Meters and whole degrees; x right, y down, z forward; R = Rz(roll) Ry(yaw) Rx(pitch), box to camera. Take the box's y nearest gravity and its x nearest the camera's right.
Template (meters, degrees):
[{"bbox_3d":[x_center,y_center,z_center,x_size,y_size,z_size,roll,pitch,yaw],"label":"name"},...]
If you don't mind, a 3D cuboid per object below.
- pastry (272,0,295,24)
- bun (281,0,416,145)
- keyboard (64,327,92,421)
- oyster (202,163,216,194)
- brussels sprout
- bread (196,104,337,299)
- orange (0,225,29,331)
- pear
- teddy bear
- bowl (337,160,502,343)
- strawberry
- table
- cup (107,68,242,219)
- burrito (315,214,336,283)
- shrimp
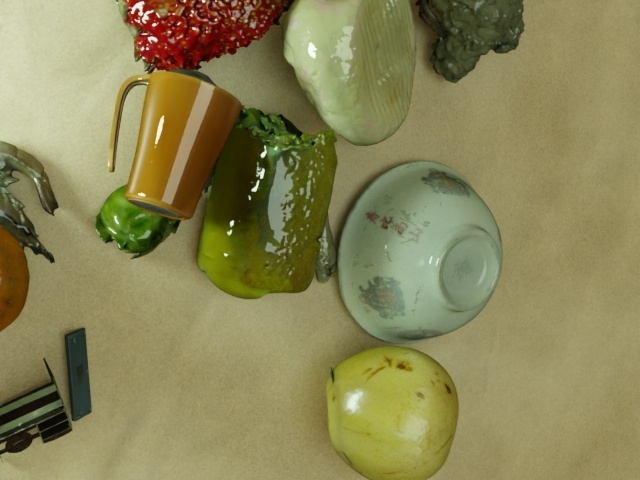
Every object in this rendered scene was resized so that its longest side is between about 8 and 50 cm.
[{"bbox_3d":[-0.147,-0.456,1.819,0.208,0.097,0.115,-37,118,-15],"label":"pastry"},{"bbox_3d":[0.055,-0.372,1.855,0.361,0.213,0.361,-20,114,-55],"label":"bun"},{"bbox_3d":[-0.474,0.263,1.817,0.055,0.014,0.176,-23,114,-61],"label":"keyboard"},{"bbox_3d":[-0.247,-0.153,1.842,0.122,0.045,0.146,-56,148,-52],"label":"oyster"},{"bbox_3d":[-0.346,-0.048,1.799,0.181,0.100,0.139,-34,97,-11],"label":"brussels sprout"},{"bbox_3d":[-0.099,-0.064,1.866,0.251,0.208,0.377,11,98,-23],"label":"bread"},{"bbox_3d":[-0.624,0.070,1.635,0.224,0.170,0.224,0,93,-3],"label":"orange"},{"bbox_3d":[0.152,0.379,2.018,0.309,0.309,0.309,-5,101,-26],"label":"pear"},{"bbox_3d":[0.348,-0.581,2.019,0.367,0.224,0.357,-47,115,-29],"label":"teddy bear"},{"bbox_3d":[0.269,0.048,2.052,0.434,0.196,0.435,-7,104,-31],"label":"bowl"},{"bbox_3d":[-0.230,-0.442,1.689,0.306,0.138,0.233,-19,92,11],"label":"strawberry"},{"bbox_3d":[-0.565,0.325,1.764,0.146,0.062,0.175,-24,141,-21],"label":"table"},{"bbox_3d":[-0.284,-0.186,1.720,0.226,0.182,0.264,16,81,2],"label":"cup"},{"bbox_3d":[0.001,0.000,2.008,0.058,0.045,0.188,-19,105,-30],"label":"burrito"},{"bbox_3d":[-0.555,-0.080,1.708,0.254,0.059,0.145,45,69,-21],"label":"shrimp"}]
